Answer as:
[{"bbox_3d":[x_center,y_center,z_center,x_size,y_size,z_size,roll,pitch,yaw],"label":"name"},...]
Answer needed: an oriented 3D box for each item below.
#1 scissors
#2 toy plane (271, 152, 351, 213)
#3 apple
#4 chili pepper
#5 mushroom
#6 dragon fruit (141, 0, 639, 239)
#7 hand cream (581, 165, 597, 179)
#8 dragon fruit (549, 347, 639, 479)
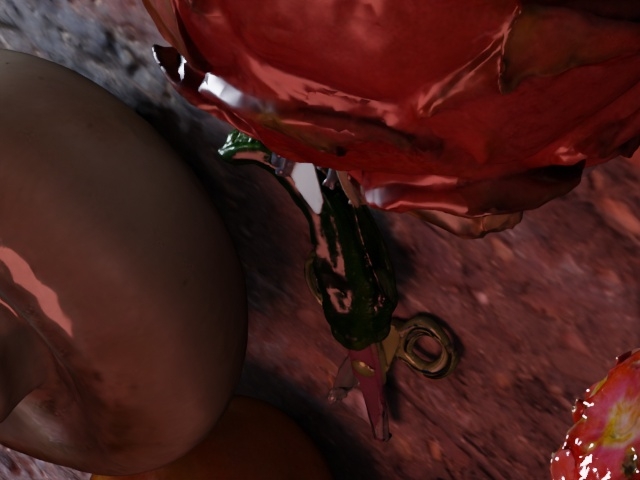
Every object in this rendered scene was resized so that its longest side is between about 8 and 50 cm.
[{"bbox_3d":[0.037,0.088,1.407,0.133,0.020,0.187,35,149,17],"label":"scissors"},{"bbox_3d":[-0.012,-0.107,1.128,0.160,0.082,0.234,58,163,30],"label":"toy plane"},{"bbox_3d":[-0.089,0.246,1.581,0.253,0.253,0.253,31,151,19],"label":"apple"},{"bbox_3d":[0.003,-0.002,1.279,0.073,0.050,0.182,0,125,53],"label":"chili pepper"},{"bbox_3d":[-0.232,0.040,1.386,0.362,0.294,0.362,31,148,21],"label":"mushroom"},{"bbox_3d":[0.046,-0.155,0.772,0.277,0.277,0.343,26,136,27],"label":"dragon fruit"},{"bbox_3d":[0.070,-0.142,0.986,0.133,0.083,0.248,7,127,47],"label":"hand cream"},{"bbox_3d":[0.251,0.163,1.053,0.268,0.205,0.210,35,150,-6],"label":"dragon fruit"}]
